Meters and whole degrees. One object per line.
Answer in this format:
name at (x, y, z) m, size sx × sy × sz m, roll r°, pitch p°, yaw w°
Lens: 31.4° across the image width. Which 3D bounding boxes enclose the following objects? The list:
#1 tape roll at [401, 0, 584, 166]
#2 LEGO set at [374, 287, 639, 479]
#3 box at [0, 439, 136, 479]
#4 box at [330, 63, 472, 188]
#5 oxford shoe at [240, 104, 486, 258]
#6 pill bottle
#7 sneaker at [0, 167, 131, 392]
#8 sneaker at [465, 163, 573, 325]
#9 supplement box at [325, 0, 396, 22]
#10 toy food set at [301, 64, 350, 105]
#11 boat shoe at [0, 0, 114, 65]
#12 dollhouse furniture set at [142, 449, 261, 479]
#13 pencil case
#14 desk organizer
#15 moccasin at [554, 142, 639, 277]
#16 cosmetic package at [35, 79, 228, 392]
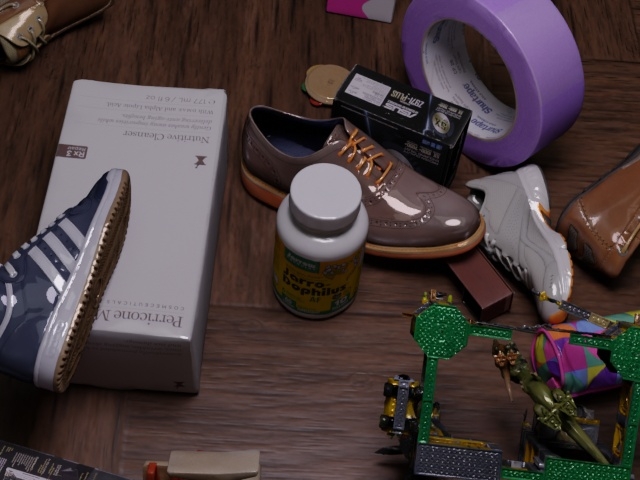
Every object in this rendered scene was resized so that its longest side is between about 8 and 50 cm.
tape roll at (0.237, -0.243, 1.599) m, size 0.090 × 0.275 × 0.275 m, roll -32°, pitch 63°, yaw -24°
LEGO set at (0.229, 0.180, 1.331) m, size 0.331 × 0.192 × 0.255 m, roll -1°, pitch 92°, yaw 0°
box at (-0.360, 0.364, 1.210) m, size 0.242 × 0.076 × 0.307 m, roll 15°, pitch 47°, yaw 4°
box at (0.106, -0.143, 1.594) m, size 0.180 × 0.147 × 0.077 m, roll 24°, pitch 56°, yaw 10°
oxford shoe at (0.050, -0.081, 1.531) m, size 0.363 × 0.133 × 0.130 m, roll 18°, pitch 52°, yaw 16°
pill bottle at (0.000, 0.000, 1.445) m, size 0.117 × 0.208 × 0.118 m, roll 3°, pitch 55°, yaw -4°
sneaker at (-0.318, 0.024, 1.284) m, size 0.153 × 0.099 × 0.282 m, roll 13°, pitch 60°, yaw 4°
sneaker at (0.264, 0.012, 1.543) m, size 0.121 × 0.099 × 0.262 m, roll -8°, pitch 48°, yaw -2°
supplement box at (0.083, -0.474, 1.849) m, size 0.111 × 0.114 × 0.220 m, roll 10°, pitch 56°, yaw 1°
toy food set at (0.014, -0.235, 1.728) m, size 0.083 × 0.020 × 0.083 m, roll 12°, pitch 55°, yaw 3°
boat shoe at (-0.461, -0.312, 1.690) m, size 0.324 × 0.122 × 0.120 m, roll -20°, pitch 64°, yaw -9°
dollhouse furniture set at (-0.134, 0.334, 1.190) m, size 0.135 × 0.262 × 0.259 m, roll 2°, pitch 21°, yaw -2°
pencil case at (0.392, 0.140, 1.452) m, size 0.236 × 0.104 × 0.104 m, roll -8°, pitch 56°, yaw -9°
desk organizer at (0.201, 0.045, 1.531) m, size 0.050 × 0.047 × 0.130 m, roll -26°, pitch 59°, yaw -15°
moccasin at (0.501, -0.087, 1.596) m, size 0.380 × 0.139 × 0.147 m, roll -37°, pitch 66°, yaw -26°
cosmetic package at (-0.241, -0.010, 1.460) m, size 0.217 × 0.156 × 0.385 m, roll 3°, pitch 55°, yaw -1°
